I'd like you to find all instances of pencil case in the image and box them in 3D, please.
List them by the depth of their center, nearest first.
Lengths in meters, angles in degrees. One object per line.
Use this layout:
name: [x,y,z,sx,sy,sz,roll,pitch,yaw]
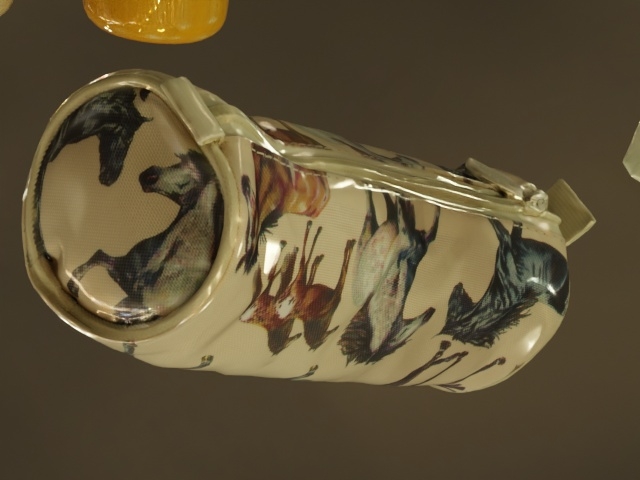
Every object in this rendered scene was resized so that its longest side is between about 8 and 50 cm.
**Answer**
pencil case: [0.000,0.000,1.206,0.183,0.410,0.160,-53,-123,18]

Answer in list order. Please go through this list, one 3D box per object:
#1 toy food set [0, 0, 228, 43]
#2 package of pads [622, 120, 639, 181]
toy food set: [-0.132,-0.131,0.540,0.232,0.104,0.111,23,-156,37]
package of pads: [0.419,-0.023,1.493,0.296,0.229,0.101,35,-71,37]
